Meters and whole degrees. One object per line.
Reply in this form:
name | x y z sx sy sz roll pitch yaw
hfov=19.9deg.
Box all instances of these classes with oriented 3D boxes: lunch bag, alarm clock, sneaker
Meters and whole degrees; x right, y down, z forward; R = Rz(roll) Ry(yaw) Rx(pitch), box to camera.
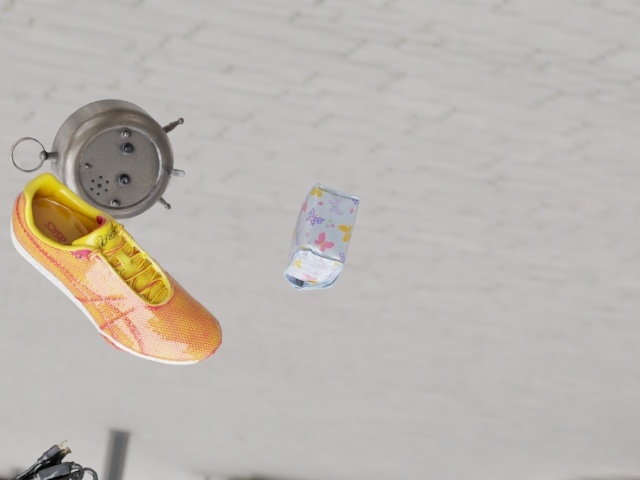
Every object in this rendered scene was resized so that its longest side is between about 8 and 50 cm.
lunch bag | 0.000 0.000 1.589 0.053 0.071 0.083 19 154 -10
alarm clock | -0.245 -0.087 2.000 0.192 0.129 0.064 3 -162 -20
sneaker | -0.142 0.024 1.250 0.175 0.064 0.067 35 148 2

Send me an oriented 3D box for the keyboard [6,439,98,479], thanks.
keyboard | -0.257 0.265 1.405 0.317 0.201 0.033 -19 -146 -17
